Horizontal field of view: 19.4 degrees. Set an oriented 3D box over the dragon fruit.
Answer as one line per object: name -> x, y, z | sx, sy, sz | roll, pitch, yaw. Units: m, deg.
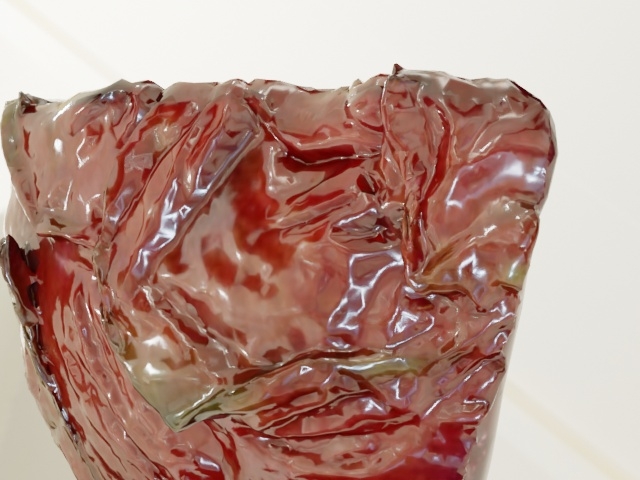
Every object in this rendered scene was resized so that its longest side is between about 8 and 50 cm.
dragon fruit -> 0.000, 0.000, 0.838 | 0.240, 0.302, 0.330 | -55, 7, -35
